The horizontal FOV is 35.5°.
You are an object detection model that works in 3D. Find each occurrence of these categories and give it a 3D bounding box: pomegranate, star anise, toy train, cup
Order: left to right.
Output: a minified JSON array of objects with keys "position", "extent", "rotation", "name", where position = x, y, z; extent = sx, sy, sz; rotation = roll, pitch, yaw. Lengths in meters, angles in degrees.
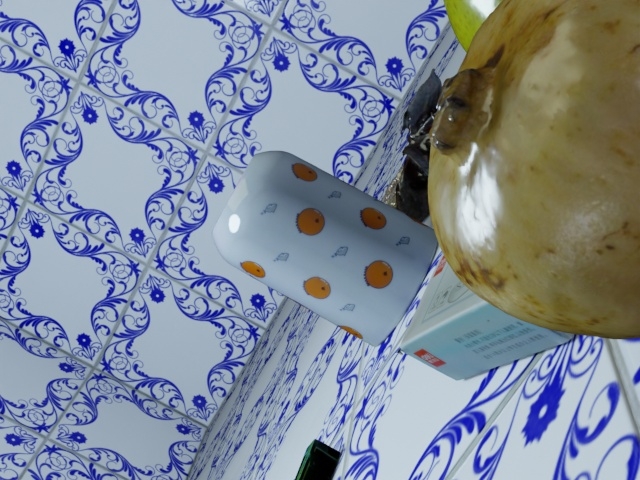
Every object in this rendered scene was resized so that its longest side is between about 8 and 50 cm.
[{"position":[-0.029,0.373,1.366],"extent":[0.042,0.044,0.209],"rotation":[-55,7,48],"name":"toy train"},{"position":[0.000,0.000,1.593],"extent":[0.212,0.317,0.212],"rotation":[-60,5,8],"name":"cup"},{"position":[0.188,-0.153,1.731],"extent":[0.212,0.129,0.283],"rotation":[115,172,-58],"name":"star anise"},{"position":[0.173,-0.055,0.595],"extent":[0.248,0.248,0.248],"rotation":[-60,5,8],"name":"pomegranate"}]

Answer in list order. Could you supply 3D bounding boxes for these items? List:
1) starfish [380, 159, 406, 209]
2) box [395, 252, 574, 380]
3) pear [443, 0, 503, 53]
[{"position":[0.124,-0.111,2.119],"extent":[0.384,0.132,0.398],"rotation":[-53,-7,13],"name":"starfish"},{"position":[0.169,0.047,0.953],"extent":[0.135,0.079,0.269],"rotation":[-62,5,-20],"name":"box"},{"position":[0.227,-0.226,0.781],"extent":[0.294,0.294,0.294],"rotation":[-60,5,8],"name":"pear"}]
